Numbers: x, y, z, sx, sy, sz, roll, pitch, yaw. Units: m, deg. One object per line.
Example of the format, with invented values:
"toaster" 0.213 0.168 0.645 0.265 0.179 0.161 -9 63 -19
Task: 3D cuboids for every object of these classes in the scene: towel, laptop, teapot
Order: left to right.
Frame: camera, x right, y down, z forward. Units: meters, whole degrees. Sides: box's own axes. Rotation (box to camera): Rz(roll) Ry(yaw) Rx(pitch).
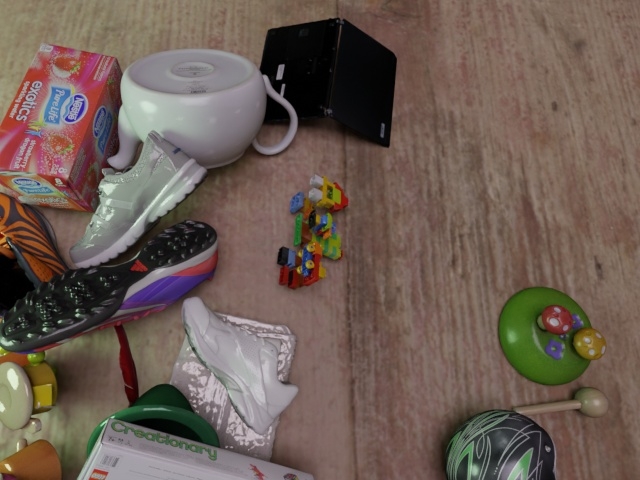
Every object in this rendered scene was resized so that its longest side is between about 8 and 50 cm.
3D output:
"teapot" -0.207 -0.211 0.743 0.255 0.187 0.252 20 45 18
"towel" -0.152 0.264 0.680 0.187 0.049 0.283 12 73 -3
"laptop" 0.013 -0.325 0.887 0.264 0.136 0.235 1 72 20

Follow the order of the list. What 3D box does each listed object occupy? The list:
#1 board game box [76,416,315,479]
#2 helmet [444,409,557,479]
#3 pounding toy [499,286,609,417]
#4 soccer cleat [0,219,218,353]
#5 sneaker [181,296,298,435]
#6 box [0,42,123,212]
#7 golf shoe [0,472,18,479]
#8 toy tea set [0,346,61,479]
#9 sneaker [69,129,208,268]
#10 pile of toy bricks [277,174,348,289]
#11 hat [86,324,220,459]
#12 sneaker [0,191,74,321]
"board game box" -0.176 0.371 0.559 0.305 0.053 0.193 28 96 -20
"helmet" 0.279 0.353 0.652 0.169 0.169 0.162 -16 93 -11
"pounding toy" 0.432 0.192 0.743 0.182 0.110 0.237 1 74 -7
"soccer cleat" -0.288 0.082 0.627 0.108 0.117 0.318 33 47 28
"sneaker" -0.122 0.172 0.650 0.115 0.090 0.232 -36 91 -23
"box" -0.432 -0.192 0.718 0.128 0.123 0.257 9 65 -6
"golf shoe" -0.423 0.350 0.489 0.306 0.115 0.140 1 101 35
"toy tea set" -0.413 0.308 0.605 0.199 0.124 0.336 1 92 28
"sneaker" -0.312 -0.062 0.676 0.281 0.105 0.115 -37 105 14
"pile of toy bricks" 0.000 0.000 0.759 0.105 0.118 0.212 24 53 -29
"hat" -0.238 0.248 0.641 0.172 0.183 0.209 -4 114 -9
"sneaker" -0.484 0.010 0.639 0.321 0.180 0.124 42 73 5
